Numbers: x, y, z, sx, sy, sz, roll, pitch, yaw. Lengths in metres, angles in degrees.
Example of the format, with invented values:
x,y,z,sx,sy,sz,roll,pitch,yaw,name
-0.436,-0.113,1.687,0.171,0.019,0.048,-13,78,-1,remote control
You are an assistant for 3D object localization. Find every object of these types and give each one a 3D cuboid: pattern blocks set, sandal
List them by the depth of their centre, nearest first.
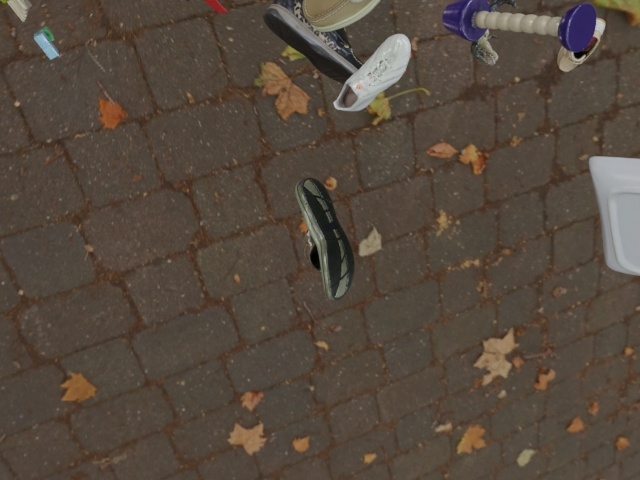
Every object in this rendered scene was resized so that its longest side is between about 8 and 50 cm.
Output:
x,y,z,sx,sy,sz,roll,pitch,yaw,name
-0.575,-0.484,0.951,0.026,0.285,0.324,-33,139,-5,pattern blocks set
0.000,-0.001,1.313,0.120,0.086,0.302,-11,82,-53,sandal

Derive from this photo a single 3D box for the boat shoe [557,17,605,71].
x,y,z,sx,sy,sz,roll,pitch,yaw,name
0.618,-0.457,1.303,0.063,0.170,0.059,18,71,5,boat shoe

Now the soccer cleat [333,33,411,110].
x,y,z,sx,sy,sz,roll,pitch,yaw,name
0.096,-0.304,1.013,0.076,0.068,0.196,-24,169,-37,soccer cleat

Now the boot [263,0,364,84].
x,y,z,sx,sy,sz,roll,pitch,yaw,name
0.050,-0.625,1.512,0.377,0.138,0.284,28,85,-31,boot

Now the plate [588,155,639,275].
x,y,z,sx,sy,sz,roll,pitch,yaw,name
0.596,-0.012,0.894,0.045,0.277,0.278,-50,129,-25,plate

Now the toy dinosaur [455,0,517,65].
x,y,z,sx,sy,sz,roll,pitch,yaw,name
0.358,-0.491,1.171,0.118,0.268,0.064,-31,132,31,toy dinosaur

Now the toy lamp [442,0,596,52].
x,y,z,sx,sy,sz,roll,pitch,yaw,name
0.319,-0.372,0.918,0.080,0.275,0.080,-15,118,-30,toy lamp

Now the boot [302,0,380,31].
x,y,z,sx,sy,sz,roll,pitch,yaw,name
0.020,-0.309,0.558,0.213,0.077,0.165,-24,165,40,boot

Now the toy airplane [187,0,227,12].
x,y,z,sx,sy,sz,roll,pitch,yaw,name
-0.208,-0.467,1.011,0.151,0.151,0.028,17,75,-26,toy airplane
